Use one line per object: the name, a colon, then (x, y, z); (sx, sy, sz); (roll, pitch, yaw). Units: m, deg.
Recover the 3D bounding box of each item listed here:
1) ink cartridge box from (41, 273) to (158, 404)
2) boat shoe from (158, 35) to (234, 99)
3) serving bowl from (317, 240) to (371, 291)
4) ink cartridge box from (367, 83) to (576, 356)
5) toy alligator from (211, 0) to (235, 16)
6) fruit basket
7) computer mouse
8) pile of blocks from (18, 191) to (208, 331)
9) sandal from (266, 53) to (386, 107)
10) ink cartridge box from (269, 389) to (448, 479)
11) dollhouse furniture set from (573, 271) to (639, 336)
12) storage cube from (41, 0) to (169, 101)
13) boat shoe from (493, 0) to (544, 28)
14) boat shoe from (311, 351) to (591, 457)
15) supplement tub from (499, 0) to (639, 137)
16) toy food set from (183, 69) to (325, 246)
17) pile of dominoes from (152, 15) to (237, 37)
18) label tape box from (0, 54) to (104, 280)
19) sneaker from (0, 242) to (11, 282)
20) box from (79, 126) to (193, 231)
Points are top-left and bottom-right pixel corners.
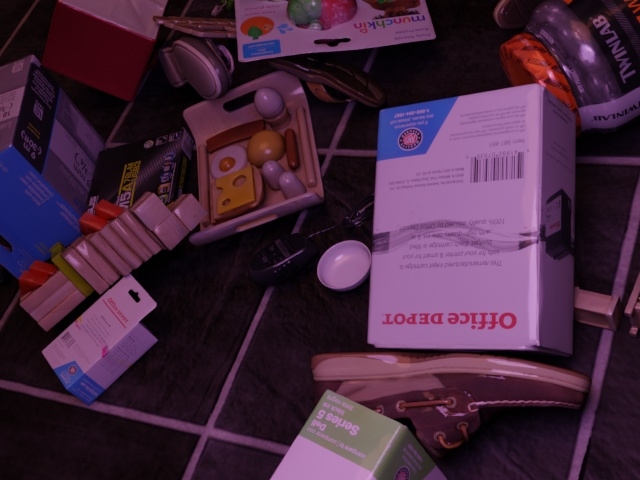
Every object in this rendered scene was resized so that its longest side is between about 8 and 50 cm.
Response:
ink cartridge box: (-0.325, 0.150, 1.391); (0.181, 0.061, 0.104); (-43, 48, -8)
boat shoe: (-0.207, -0.324, 1.615); (0.096, 0.112, 0.335); (-30, 22, -14)
serving bowl: (0.039, 0.041, 1.307); (0.083, 0.027, 0.083); (-15, 50, 18)
ink cartridge box: (0.188, -0.014, 1.116); (0.223, 0.129, 0.307); (-4, 77, 35)
toy alligator: (-0.160, -0.486, 1.797); (0.051, 0.056, 0.189); (27, 47, -6)
fruit basket: (0.009, -0.446, 1.561); (0.327, 0.165, 0.353); (-6, 45, 0)
computer mouse: (0.000, 0.000, 1.360); (0.242, 0.041, 0.071); (-29, 30, -2)
pile of blocks: (-0.350, 0.000, 1.438); (0.362, 0.112, 0.149); (-31, 23, 17)
sandal: (0.007, -0.264, 1.515); (0.219, 0.060, 0.090); (20, 35, 9)
ink cartridge box: (0.012, 0.333, 0.976); (0.115, 0.198, 0.272); (19, 66, 37)
dollhouse furniture set: (0.381, 0.033, 1.040); (0.182, 0.161, 0.101); (13, 62, 34)
storage cube: (-0.401, -0.419, 1.736); (0.193, 0.215, 0.183); (130, 157, -53)
boat shoe: (0.347, -0.408, 1.476); (0.190, 0.068, 0.072); (-35, 34, -14)
boat shoe: (0.148, 0.198, 1.085); (0.342, 0.123, 0.123); (-1, 81, 21)
supplement tub: (0.431, -0.283, 1.230); (0.338, 0.207, 0.207); (-32, 47, 3)
toy food set: (-0.123, -0.143, 1.491); (0.220, 0.092, 0.306); (-20, 48, 13)
pile of dominoes: (-0.171, -0.402, 1.643); (0.251, 0.040, 0.196); (-10, 26, -43)
label tape box: (-0.494, -0.116, 1.567); (0.106, 0.240, 0.333); (-15, 51, 15)
sneaker: (-0.638, 0.064, 1.622); (0.178, 0.072, 0.077); (-23, 58, 18)
box: (-0.321, -0.099, 1.595); (0.184, 0.045, 0.190); (-11, 50, 17)
